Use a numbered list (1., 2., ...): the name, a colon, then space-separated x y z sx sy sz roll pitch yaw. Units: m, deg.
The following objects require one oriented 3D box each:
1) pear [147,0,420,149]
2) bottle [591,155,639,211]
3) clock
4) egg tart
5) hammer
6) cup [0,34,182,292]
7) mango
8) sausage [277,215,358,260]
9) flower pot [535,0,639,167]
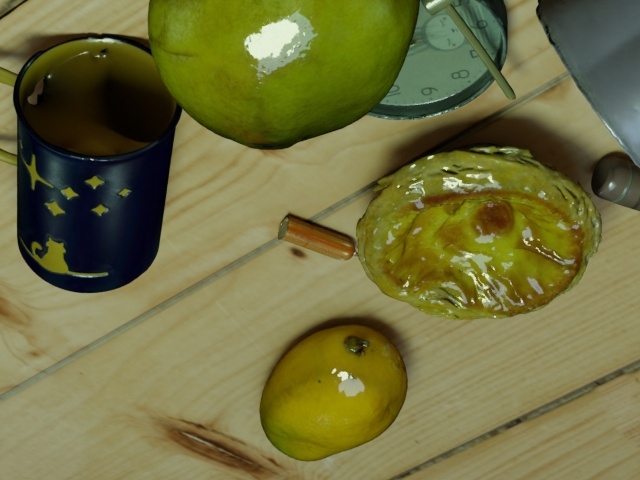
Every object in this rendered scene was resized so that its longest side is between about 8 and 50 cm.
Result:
1. pear: -0.036 -0.230 1.885 0.269 0.269 0.321 0 138 -3
2. bottle: 0.385 -0.057 2.267 0.140 0.053 0.053 17 136 -21
3. clock: 0.094 -0.213 2.074 0.215 0.042 0.215 -1 140 -1
4. egg tart: 0.181 -0.023 2.252 0.294 0.116 0.295 0 140 0
5. hammer: 0.171 -0.211 2.034 0.060 0.028 0.195 -26 138 16
6. cup: -0.274 -0.102 2.137 0.178 0.255 0.256 -29 153 -29
7. mango: 0.013 0.204 2.519 0.176 0.119 0.317 11 147 -19
8. sausage: 0.000 0.000 2.332 0.107 0.031 0.031 19 136 -26
9. flower pot: 0.382 -0.210 1.950 0.243 0.265 0.265 -37 130 20
